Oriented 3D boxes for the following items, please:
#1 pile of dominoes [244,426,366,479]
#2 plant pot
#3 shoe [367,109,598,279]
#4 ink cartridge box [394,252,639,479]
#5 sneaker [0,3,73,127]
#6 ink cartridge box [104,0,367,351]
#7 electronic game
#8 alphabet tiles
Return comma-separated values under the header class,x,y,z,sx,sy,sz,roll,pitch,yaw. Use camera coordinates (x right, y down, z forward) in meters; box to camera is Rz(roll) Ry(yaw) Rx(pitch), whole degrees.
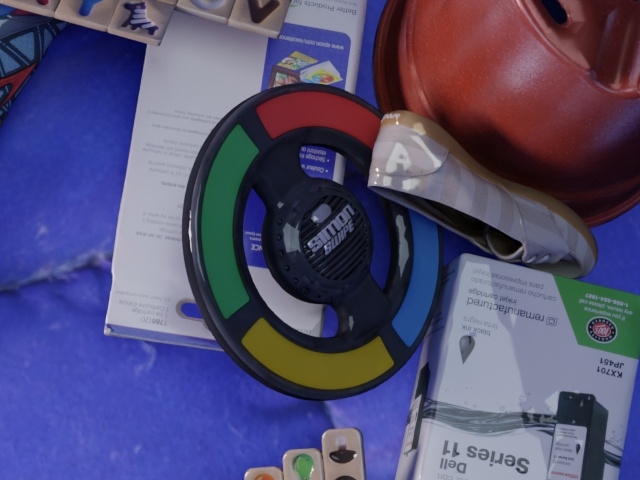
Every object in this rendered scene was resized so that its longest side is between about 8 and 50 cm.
class,x,y,z,sx,sy,sz,roll,pitch,yaw
pile of dominoes,-0.045,0.264,1.052,0.251,0.040,0.196,-26,82,6
plant pot,0.197,-0.163,1.108,0.273,0.265,0.272,2,78,-9
shoe,0.120,-0.018,1.116,0.219,0.077,0.058,32,65,-28
ink cartridge box,0.148,0.131,1.128,0.153,0.087,0.208,13,77,-5
sneaker,-0.272,-0.128,1.127,0.262,0.104,0.125,-31,126,-28
ink cartridge box,-0.063,-0.073,1.151,0.165,0.065,0.332,10,75,-7
electronic game,0.000,0.000,1.077,0.229,0.048,0.229,6,80,-37
alphabet tiles,-0.132,-0.224,1.125,0.237,0.009,0.198,15,52,-1
